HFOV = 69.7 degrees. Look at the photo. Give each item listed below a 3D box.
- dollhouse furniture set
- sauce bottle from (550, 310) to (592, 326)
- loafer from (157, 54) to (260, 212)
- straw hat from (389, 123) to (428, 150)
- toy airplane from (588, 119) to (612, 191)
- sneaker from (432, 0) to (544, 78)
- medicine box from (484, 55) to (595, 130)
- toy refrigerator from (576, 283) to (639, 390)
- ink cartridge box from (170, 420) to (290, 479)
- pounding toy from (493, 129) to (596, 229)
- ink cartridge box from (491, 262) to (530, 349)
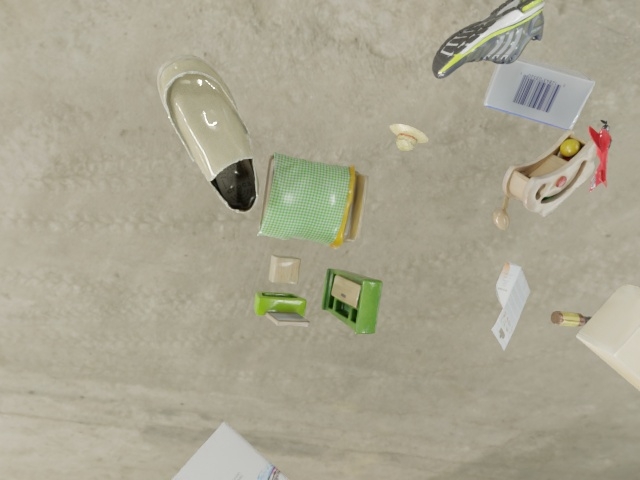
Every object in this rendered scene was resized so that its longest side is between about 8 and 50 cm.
[{"bbox_3d":[0.000,0.000,0.831,0.198,0.151,0.301,6,94,-24],"label":"dollhouse furniture set"},{"bbox_3d":[0.726,0.228,1.320,0.128,0.042,0.042,10,132,-16],"label":"sauce bottle"},{"bbox_3d":[-0.150,-0.147,0.695,0.102,0.092,0.268,-30,136,-6],"label":"loafer"},{"bbox_3d":[0.298,-0.344,1.595,0.145,0.144,0.061,22,87,-21],"label":"straw hat"},{"bbox_3d":[0.565,-0.170,0.923,0.028,0.151,0.151,6,146,44],"label":"toy airplane"},{"bbox_3d":[0.406,-0.459,1.086,0.300,0.111,0.121,-30,121,4],"label":"sneaker"},{"bbox_3d":[0.670,-0.479,1.442,0.264,0.289,0.149,21,120,11],"label":"medicine box"},{"bbox_3d":[0.491,0.184,0.612,0.269,0.094,0.102,39,94,-4],"label":"toy refrigerator"},{"bbox_3d":[-0.108,0.465,0.703,0.270,0.197,0.198,32,149,23],"label":"ink cartridge box"},{"bbox_3d":[0.505,-0.159,1.107,0.269,0.155,0.154,-45,134,6],"label":"pounding toy"},{"bbox_3d":[0.464,0.166,1.153,0.045,0.179,0.145,19,161,42],"label":"ink cartridge box"}]
